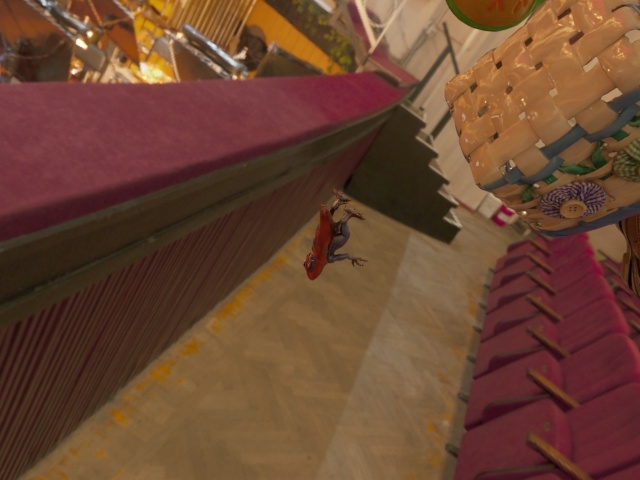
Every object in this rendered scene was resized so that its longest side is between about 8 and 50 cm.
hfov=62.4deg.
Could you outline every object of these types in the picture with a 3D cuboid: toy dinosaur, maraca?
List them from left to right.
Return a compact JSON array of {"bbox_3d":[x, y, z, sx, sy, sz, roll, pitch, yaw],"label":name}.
[{"bbox_3d":[0.000,0.000,0.430,0.090,0.082,0.047,5,36,-50],"label":"toy dinosaur"},{"bbox_3d":[0.247,-0.347,0.711,0.185,0.127,0.099,-11,8,-15],"label":"maraca"}]

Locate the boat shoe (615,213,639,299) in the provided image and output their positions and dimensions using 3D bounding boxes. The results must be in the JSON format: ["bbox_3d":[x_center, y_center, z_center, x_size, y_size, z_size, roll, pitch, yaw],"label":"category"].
[{"bbox_3d":[0.583,0.003,0.899,0.307,0.110,0.104,56,11,-38],"label":"boat shoe"}]

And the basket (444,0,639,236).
[{"bbox_3d":[0.288,-0.115,0.544,0.288,0.254,0.201,5,61,-36],"label":"basket"}]
